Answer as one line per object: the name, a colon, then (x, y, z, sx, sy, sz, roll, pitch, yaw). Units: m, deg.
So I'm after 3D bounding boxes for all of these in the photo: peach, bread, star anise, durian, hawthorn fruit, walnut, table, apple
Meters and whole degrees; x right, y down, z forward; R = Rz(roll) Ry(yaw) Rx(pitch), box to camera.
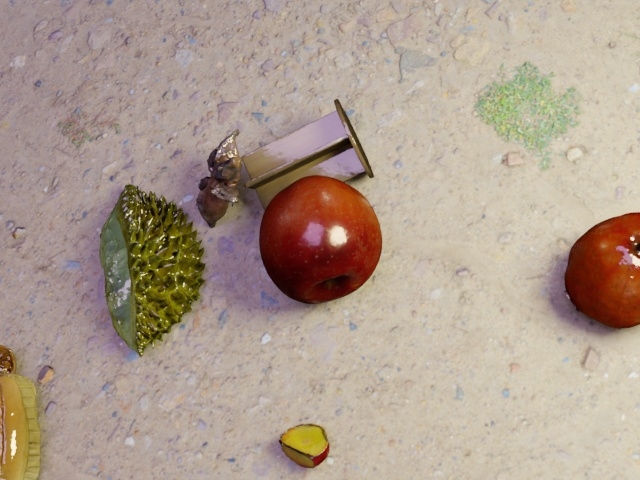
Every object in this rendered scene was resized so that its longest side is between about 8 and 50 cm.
peach: (-0.026, 0.351, 1.161, 0.083, 0.050, 0.077, -13, 40, -1)
bread: (-0.598, 0.365, 1.267, 0.140, 0.106, 0.236, -13, 69, 5)
star anise: (-0.200, -0.127, 1.357, 0.063, 0.208, 0.171, 10, 74, -21)
durian: (-0.347, 0.034, 1.386, 0.198, 0.163, 0.394, -50, 50, 34)
hawthorn fruit: (0.486, 0.043, 1.081, 0.185, 0.202, 0.185, -2, 66, 5)
walnut: (-0.658, 0.257, 1.368, 0.091, 0.052, 0.121, 42, 84, -16)
table: (-0.032, -0.150, 1.339, 0.227, 0.167, 0.167, -25, 62, 9)
apple: (0.000, 0.000, 1.222, 0.218, 0.218, 0.201, -23, 54, 4)
